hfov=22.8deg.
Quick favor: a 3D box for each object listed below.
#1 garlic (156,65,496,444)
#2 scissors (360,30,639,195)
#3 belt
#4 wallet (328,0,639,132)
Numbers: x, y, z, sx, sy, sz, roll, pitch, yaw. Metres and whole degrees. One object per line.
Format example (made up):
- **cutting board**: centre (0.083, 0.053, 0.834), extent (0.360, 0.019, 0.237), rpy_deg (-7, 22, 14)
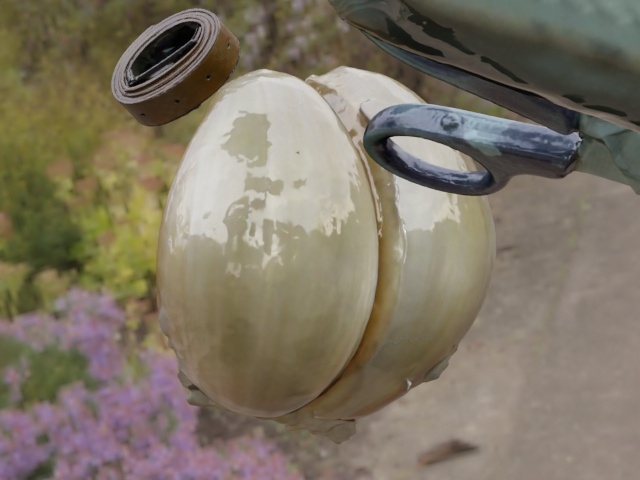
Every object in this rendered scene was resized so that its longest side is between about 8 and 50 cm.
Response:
- **garlic**: centre (0.000, 0.000, 1.271), extent (0.286, 0.313, 0.249), rpy_deg (15, -6, -18)
- **scissors**: centre (0.192, -0.043, 0.905), extent (0.383, 0.029, 0.256), rpy_deg (19, -21, 12)
- **belt**: centre (-0.094, -0.112, 1.008), extent (0.083, 0.036, 0.059), rpy_deg (-35, 53, 7)
- **wallet**: centre (0.125, -0.197, 0.430), extent (0.252, 0.360, 0.083), rpy_deg (13, -5, -20)
